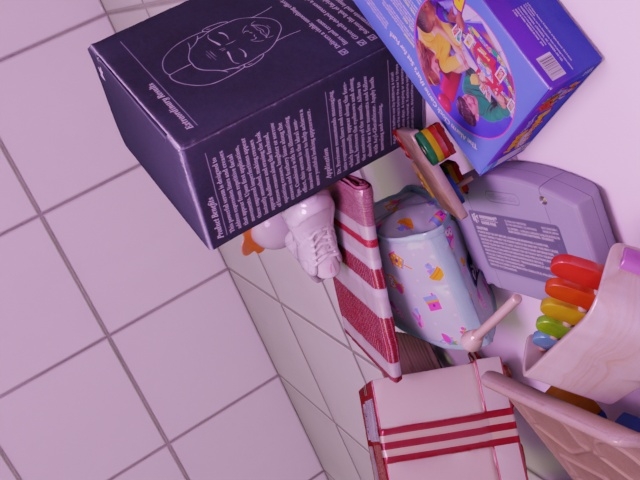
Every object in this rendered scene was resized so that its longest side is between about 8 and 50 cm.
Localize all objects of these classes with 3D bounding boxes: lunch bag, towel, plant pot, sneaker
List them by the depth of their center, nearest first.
[{"bbox_3d":[0.000,0.000,1.355,0.115,0.090,0.232,61,172,19],"label":"sneaker"},{"bbox_3d":[0.177,0.046,1.371,0.223,0.160,0.262,67,167,-18],"label":"lunch bag"},{"bbox_3d":[0.062,0.042,1.381,0.237,0.037,0.328,-138,34,-66],"label":"towel"},{"bbox_3d":[0.193,0.273,1.708,0.237,0.110,0.237,63,-176,-7],"label":"plant pot"}]

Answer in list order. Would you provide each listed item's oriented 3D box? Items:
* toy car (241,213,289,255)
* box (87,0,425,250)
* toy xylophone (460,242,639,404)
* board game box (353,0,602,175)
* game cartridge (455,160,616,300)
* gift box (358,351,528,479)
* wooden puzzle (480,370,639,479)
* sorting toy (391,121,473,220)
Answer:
[{"bbox_3d":[-0.063,-0.047,1.695,0.219,0.238,0.210,47,174,31],"label":"toy car"},{"bbox_3d":[-0.086,-0.224,1.266,0.293,0.396,0.212,48,158,36],"label":"box"},{"bbox_3d":[0.311,0.104,1.005,0.236,0.081,0.322,22,154,-4],"label":"toy xylophone"},{"bbox_3d":[0.160,-0.278,1.028,0.347,0.078,0.233,57,162,11],"label":"board game box"},{"bbox_3d":[0.287,-0.011,1.150,0.297,0.062,0.198,19,132,65],"label":"game cartridge"},{"bbox_3d":[0.216,0.330,1.482,0.276,0.258,0.255,106,155,-80],"label":"gift box"},{"bbox_3d":[0.421,0.308,1.166,0.348,0.080,0.322,46,169,-20],"label":"wooden puzzle"},{"bbox_3d":[0.163,-0.103,1.153,0.132,0.046,0.274,58,-178,-9],"label":"sorting toy"}]
